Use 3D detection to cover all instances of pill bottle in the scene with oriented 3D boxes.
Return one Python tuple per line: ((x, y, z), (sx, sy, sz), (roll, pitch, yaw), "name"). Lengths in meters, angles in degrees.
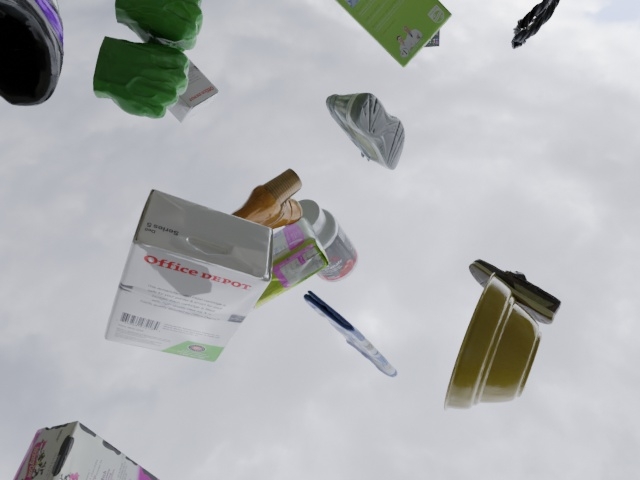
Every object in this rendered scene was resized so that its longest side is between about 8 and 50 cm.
((0.000, 0.000, 1.619), (0.176, 0.318, 0.176), (-14, -127, 19), "pill bottle")

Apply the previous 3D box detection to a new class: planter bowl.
((0.260, 0.163, 0.682), (0.090, 0.217, 0.217), (20, -127, 25), "planter bowl")

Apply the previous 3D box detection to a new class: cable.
((0.565, -0.590, 1.224), (0.047, 0.150, 0.184), (37, -120, -3), "cable")

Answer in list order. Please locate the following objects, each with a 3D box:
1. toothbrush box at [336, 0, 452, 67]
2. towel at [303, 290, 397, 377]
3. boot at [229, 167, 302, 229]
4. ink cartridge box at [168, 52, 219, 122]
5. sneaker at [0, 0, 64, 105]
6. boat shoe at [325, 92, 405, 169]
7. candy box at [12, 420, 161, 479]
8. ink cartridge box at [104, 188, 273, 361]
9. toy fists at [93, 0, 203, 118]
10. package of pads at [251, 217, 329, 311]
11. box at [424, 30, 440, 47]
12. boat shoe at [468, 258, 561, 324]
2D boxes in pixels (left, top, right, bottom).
((0.086, -0.469, 0.861), (0.122, 0.283, 0.206), (-46, -165, 23), "toothbrush box")
((0.081, 0.251, 1.242), (0.034, 0.285, 0.209), (-48, -137, -9), "towel")
((-0.148, -0.051, 1.095), (0.211, 0.295, 0.104), (-39, -97, -13), "boot")
((-0.408, -0.451, 1.337), (0.082, 0.190, 0.139), (-32, -166, 44), "ink cartridge box")
((-0.261, -0.186, 0.270), (0.102, 0.293, 0.146), (-28, -115, 7), "sneaker")
((0.125, -0.274, 1.184), (0.103, 0.320, 0.118), (21, -91, 32), "boat shoe")
((-0.295, 0.366, 0.609), (0.071, 0.233, 0.159), (-16, -142, 14), "candy box")
((-0.217, 0.072, 0.765), (0.198, 0.273, 0.114), (19, -136, -20), "ink cartridge box")
((-0.291, -0.347, 0.831), (0.142, 0.096, 0.279), (11, -104, -10), "toy fists")
((-0.133, 0.069, 1.295), (0.297, 0.101, 0.229), (-31, -159, 1), "package of pads")
((0.320, -0.613, 1.359), (0.052, 0.083, 0.062), (1, -122, 14), "box")
((0.315, 0.075, 0.765), (0.152, 0.056, 0.049), (38, -106, 14), "boat shoe")
